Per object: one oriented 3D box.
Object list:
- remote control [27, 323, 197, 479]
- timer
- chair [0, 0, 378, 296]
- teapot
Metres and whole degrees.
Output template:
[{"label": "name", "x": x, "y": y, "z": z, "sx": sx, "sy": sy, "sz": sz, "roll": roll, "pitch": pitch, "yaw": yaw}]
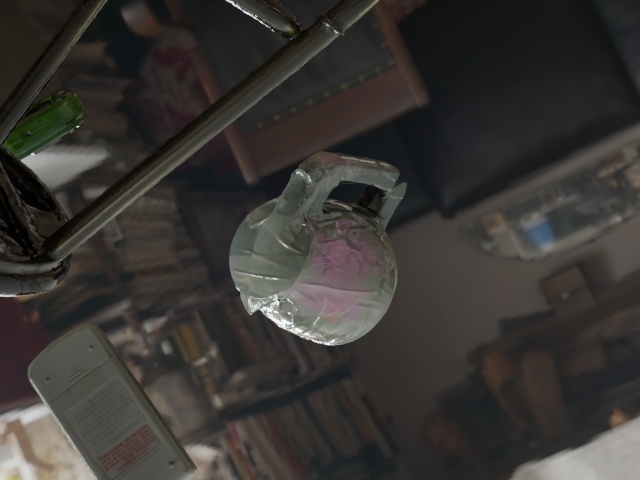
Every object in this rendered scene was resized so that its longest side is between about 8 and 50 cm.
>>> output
[{"label": "remote control", "x": -0.205, "y": 0.173, "z": 1.202, "sx": 0.087, "sy": 0.190, "sz": 0.029, "roll": -37, "pitch": 166, "yaw": -4}, {"label": "timer", "x": -0.323, "y": -0.123, "z": 1.385, "sx": 0.128, "sy": 0.047, "sz": 0.140, "roll": -32, "pitch": -163, "yaw": -9}, {"label": "chair", "x": -0.240, "y": -0.201, "z": 1.002, "sx": 0.362, "sy": 0.364, "sz": 0.410, "roll": 24, "pitch": 108, "yaw": -43}, {"label": "teapot", "x": 0.004, "y": 0.012, "z": 1.428, "sx": 0.221, "sy": 0.163, "sz": 0.178, "roll": -39, "pitch": 148, "yaw": 20}]
